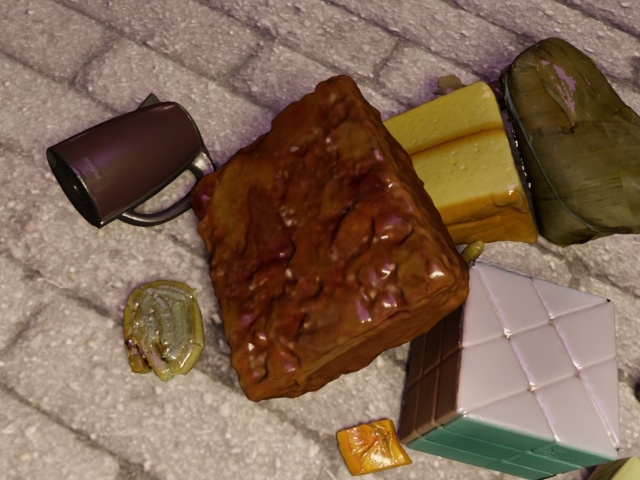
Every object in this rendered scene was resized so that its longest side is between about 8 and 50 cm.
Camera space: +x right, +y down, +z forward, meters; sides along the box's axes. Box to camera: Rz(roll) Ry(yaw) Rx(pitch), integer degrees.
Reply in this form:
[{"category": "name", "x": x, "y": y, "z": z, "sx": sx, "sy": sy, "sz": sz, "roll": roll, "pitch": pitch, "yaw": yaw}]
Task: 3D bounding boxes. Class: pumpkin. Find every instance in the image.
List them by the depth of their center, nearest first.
[{"category": "pumpkin", "x": 0.081, "y": 0.304, "z": 0.936, "sx": 0.101, "sy": 0.035, "sz": 0.073, "roll": -11, "pitch": 67, "yaw": -16}]

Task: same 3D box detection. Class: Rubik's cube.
[{"category": "Rubik's cube", "x": 0.263, "y": 0.192, "z": 0.906, "sx": 0.231, "sy": 0.224, "sz": 0.221, "roll": 16, "pitch": 60, "yaw": -5}]

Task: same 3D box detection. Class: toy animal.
[{"category": "toy animal", "x": 0.331, "y": -0.276, "z": 1.242, "sx": 0.186, "sy": 0.093, "sz": 0.214, "roll": 17, "pitch": 27, "yaw": 29}]

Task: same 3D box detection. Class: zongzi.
[{"category": "zongzi", "x": 0.446, "y": -0.170, "z": 0.992, "sx": 0.174, "sy": 0.393, "sz": 0.356, "roll": -22, "pitch": 94, "yaw": -9}]

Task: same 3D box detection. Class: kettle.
[{"category": "kettle", "x": -0.296, "y": -0.124, "z": 1.057, "sx": 0.232, "sy": 0.144, "sz": 0.202, "roll": -36, "pitch": 92, "yaw": -27}]

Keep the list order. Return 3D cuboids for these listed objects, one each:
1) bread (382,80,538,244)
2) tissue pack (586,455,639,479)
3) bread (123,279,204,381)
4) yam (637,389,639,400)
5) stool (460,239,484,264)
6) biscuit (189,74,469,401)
[{"category": "bread", "x": 0.175, "y": -0.092, "z": 1.155, "sx": 0.362, "sy": 0.245, "sz": 0.233, "roll": -16, "pitch": 63, "yaw": 17}, {"category": "tissue pack", "x": 0.393, "y": 0.434, "z": 0.860, "sx": 0.234, "sy": 0.125, "sz": 0.159, "roll": -34, "pitch": 72, "yaw": -23}, {"category": "bread", "x": -0.236, "y": 0.136, "z": 0.961, "sx": 0.117, "sy": 0.064, "sz": 0.156, "roll": -10, "pitch": 63, "yaw": -12}, {"category": "yam", "x": 0.562, "y": 0.271, "z": 1.006, "sx": 0.070, "sy": 0.070, "sz": 0.146, "roll": -24, "pitch": 67, "yaw": -20}, {"category": "stool", "x": 0.199, "y": 0.053, "z": 1.045, "sx": 0.134, "sy": 0.110, "sz": 0.135, "roll": -24, "pitch": 68, "yaw": -19}, {"category": "biscuit", "x": 0.000, "y": 0.000, "z": 0.919, "sx": 0.343, "sy": 0.166, "sz": 0.395, "roll": -36, "pitch": 54, "yaw": 24}]
